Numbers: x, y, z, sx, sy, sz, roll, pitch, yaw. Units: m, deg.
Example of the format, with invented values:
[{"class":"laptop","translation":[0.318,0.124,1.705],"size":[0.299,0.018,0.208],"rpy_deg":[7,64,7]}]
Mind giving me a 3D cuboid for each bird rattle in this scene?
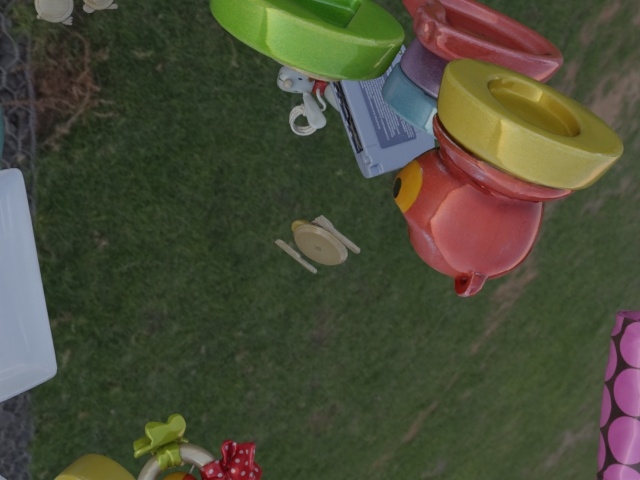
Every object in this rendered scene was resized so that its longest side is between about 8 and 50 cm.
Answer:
[{"class":"bird rattle","translation":[-0.241,0.445,1.427],"size":[0.207,0.253,0.143],"rpy_deg":[-64,-175,-24]}]

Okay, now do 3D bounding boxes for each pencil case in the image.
[{"class":"pencil case","translation":[0.374,0.187,0.869],"size":[0.098,0.095,0.210],"rpy_deg":[8,93,-23]}]

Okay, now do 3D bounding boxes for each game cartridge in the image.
[{"class":"game cartridge","translation":[0.129,-0.293,1.602],"size":[0.196,0.060,0.295],"rpy_deg":[-19,91,-25]}]

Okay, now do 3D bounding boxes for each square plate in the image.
[{"class":"square plate","translation":[-0.551,0.094,1.095],"size":[0.344,0.049,0.348],"rpy_deg":[-24,113,-54]}]

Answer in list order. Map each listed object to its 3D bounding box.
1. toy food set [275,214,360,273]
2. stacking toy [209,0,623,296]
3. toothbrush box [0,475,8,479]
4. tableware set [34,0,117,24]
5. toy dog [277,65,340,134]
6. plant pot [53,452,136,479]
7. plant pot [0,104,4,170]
[{"class":"toy food set","translation":[0.000,0.000,1.590],"size":[0.132,0.192,0.039],"rpy_deg":[40,58,-16]},{"class":"stacking toy","translation":[0.051,-0.109,0.584],"size":[0.309,0.279,0.130],"rpy_deg":[-74,-174,-60]},{"class":"toothbrush box","translation":[-0.401,0.310,0.646],"size":[0.126,0.296,0.216],"rpy_deg":[-16,136,9]},{"class":"tableware set","translation":[-0.422,-0.452,1.299],"size":[0.141,0.020,0.169],"rpy_deg":[-10,97,-7]},{"class":"toy dog","translation":[0.045,-0.367,2.040],"size":[0.161,0.333,0.220],"rpy_deg":[-72,158,-61]},{"class":"plant pot","translation":[-0.512,0.619,1.609],"size":[0.239,0.254,0.254],"rpy_deg":[-34,146,-50]},{"class":"plant pot","translation":[-0.614,-0.143,1.181],"size":[0.293,0.196,0.293],"rpy_deg":[-29,-179,1]}]
